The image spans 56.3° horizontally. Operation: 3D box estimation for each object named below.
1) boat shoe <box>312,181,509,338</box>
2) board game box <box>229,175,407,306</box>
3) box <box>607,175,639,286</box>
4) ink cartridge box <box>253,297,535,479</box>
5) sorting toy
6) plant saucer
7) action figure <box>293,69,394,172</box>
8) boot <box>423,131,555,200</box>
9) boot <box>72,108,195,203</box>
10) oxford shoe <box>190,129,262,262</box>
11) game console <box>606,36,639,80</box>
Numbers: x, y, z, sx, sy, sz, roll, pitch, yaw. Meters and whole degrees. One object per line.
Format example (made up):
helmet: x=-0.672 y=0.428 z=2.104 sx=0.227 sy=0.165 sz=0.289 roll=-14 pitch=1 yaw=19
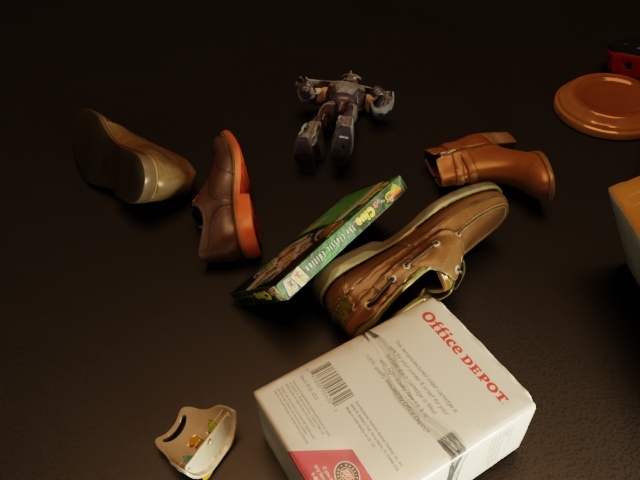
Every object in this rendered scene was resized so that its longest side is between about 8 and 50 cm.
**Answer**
boat shoe: x=0.144 y=0.033 z=0.800 sx=0.307 sy=0.111 sz=0.104 roll=-31 pitch=54 yaw=-13
board game box: x=0.000 y=0.000 z=0.832 sx=0.259 sy=0.030 sz=0.136 roll=-41 pitch=12 yaw=-31
box: x=0.498 y=0.061 z=0.646 sx=0.214 sy=0.168 sz=0.345 roll=-24 pitch=42 yaw=16
ink cartridge box: x=0.075 y=0.191 z=0.637 sx=0.237 sy=0.100 sz=0.172 roll=-25 pitch=48 yaw=-19
sorting toy: x=-0.143 y=0.219 z=0.667 sx=0.075 sy=0.045 sz=0.083 roll=17 pitch=48 yaw=29
plant saucer: x=0.539 y=-0.256 z=1.110 sx=0.199 sy=0.037 sz=0.200 roll=-1 pitch=44 yaw=1
action figure: x=0.037 y=-0.238 z=1.082 sx=0.185 sy=0.099 sz=0.285 roll=3 pitch=41 yaw=13
boot: x=0.264 y=-0.108 z=0.954 sx=0.152 sy=0.073 sz=0.197 roll=-12 pitch=33 yaw=-10
boot: x=-0.329 y=-0.141 z=1.026 sx=0.115 sy=0.112 sz=0.305 roll=-4 pitch=30 yaw=-47
oxford shoe: x=-0.159 y=-0.077 z=0.932 sx=0.098 sy=0.097 sz=0.271 roll=-14 pitch=45 yaw=-2
game console: x=0.775 y=-0.339 z=1.100 sx=0.341 sy=0.060 sz=0.386 roll=-18 pitch=31 yaw=-13
